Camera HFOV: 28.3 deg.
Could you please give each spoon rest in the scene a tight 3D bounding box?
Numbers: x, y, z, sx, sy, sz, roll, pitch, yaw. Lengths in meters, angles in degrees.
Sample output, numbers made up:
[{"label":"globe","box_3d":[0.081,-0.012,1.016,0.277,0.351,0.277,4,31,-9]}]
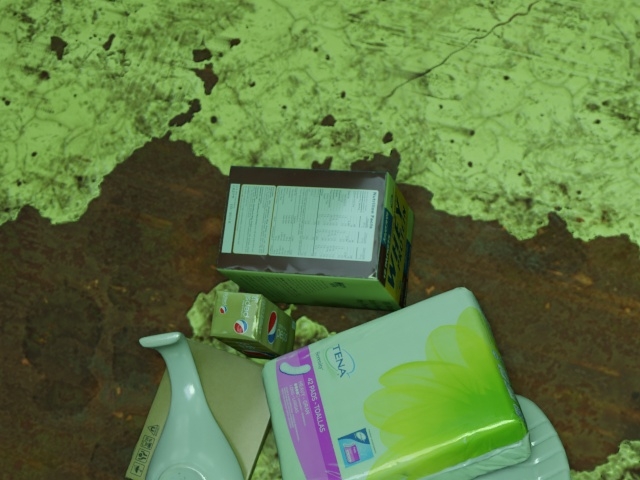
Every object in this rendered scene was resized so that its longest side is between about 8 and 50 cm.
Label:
[{"label":"spoon rest","box_3d":[-0.173,0.255,1.634,0.137,0.084,0.276,-9,87,12]}]

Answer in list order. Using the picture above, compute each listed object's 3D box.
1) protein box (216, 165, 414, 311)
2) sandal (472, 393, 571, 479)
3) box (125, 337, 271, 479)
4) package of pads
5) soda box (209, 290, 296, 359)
[{"label":"protein box","box_3d":[0.000,0.000,1.606,0.201,0.200,0.136,4,77,14]},{"label":"sandal","box_3d":[0.225,0.372,1.487,0.169,0.102,0.416,-10,50,5]},{"label":"box","box_3d":[-0.149,0.244,1.673,0.164,0.021,0.201,17,80,17]},{"label":"package of pads","box_3d":[0.086,0.203,1.549,0.296,0.101,0.229,-21,46,7]},{"label":"soda box","box_3d":[-0.083,0.110,1.607,0.061,0.181,0.058,4,77,14]}]
